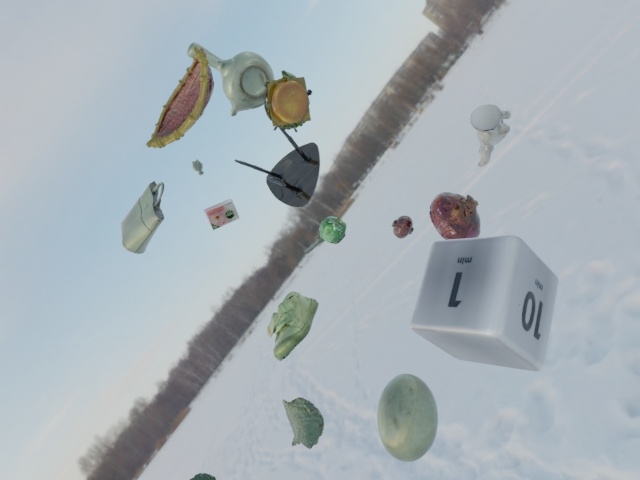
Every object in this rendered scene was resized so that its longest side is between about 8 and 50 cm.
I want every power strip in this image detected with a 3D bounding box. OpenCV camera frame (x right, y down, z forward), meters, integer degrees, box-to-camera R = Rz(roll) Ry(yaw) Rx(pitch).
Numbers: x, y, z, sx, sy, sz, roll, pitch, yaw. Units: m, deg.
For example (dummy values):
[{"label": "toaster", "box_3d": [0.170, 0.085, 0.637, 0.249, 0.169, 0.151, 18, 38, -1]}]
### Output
[{"label": "power strip", "box_3d": [-0.619, -0.369, 2.370, 0.055, 0.083, 0.035, -26, 6, -9]}]

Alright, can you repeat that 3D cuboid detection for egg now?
[{"label": "egg", "box_3d": [0.369, 0.749, 1.992, 0.258, 0.258, 0.352, 128, 156, -66]}]

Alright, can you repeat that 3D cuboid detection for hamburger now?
[{"label": "hamburger", "box_3d": [-0.113, -0.450, 1.517, 0.093, 0.164, 0.190, 26, 116, 55]}]

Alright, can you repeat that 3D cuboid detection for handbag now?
[{"label": "handbag", "box_3d": [-0.701, -0.110, 1.928, 0.315, 0.109, 0.241, -46, 46, 21]}]

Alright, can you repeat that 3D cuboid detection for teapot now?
[{"label": "teapot", "box_3d": [-0.315, -0.640, 1.754, 0.220, 0.318, 0.149, -44, 34, -13]}]

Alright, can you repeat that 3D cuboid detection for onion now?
[{"label": "onion", "box_3d": [0.544, -0.099, 1.819, 0.163, 0.230, 0.230, -35, 12, 43]}]

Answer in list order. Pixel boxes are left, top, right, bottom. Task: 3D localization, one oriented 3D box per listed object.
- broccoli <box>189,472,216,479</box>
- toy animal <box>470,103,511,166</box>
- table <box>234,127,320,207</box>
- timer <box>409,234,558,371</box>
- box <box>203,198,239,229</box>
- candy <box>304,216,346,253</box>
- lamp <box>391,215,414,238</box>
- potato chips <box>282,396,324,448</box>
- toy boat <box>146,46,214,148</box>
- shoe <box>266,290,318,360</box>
[{"label": "broccoli", "box_3d": [-0.322, 0.734, 1.258, 0.195, 0.195, 0.156, -52, -42, -42]}, {"label": "toy animal", "box_3d": [0.582, -0.352, 1.585, 0.130, 0.104, 0.221, -14, -30, 16]}, {"label": "table", "box_3d": [-0.176, -0.314, 2.033, 0.317, 0.317, 0.249, -52, -39, 9]}, {"label": "timer", "box_3d": [0.318, 0.121, 0.906, 0.194, 0.192, 0.195, -7, 56, 49]}, {"label": "box", "box_3d": [-0.412, -0.110, 1.958, 0.125, 0.089, 0.043, -27, 25, -13]}, {"label": "candy", "box_3d": [-0.001, -0.002, 1.690, 0.097, 0.097, 0.323, -52, 6, -29]}, {"label": "lamp", "box_3d": [0.342, -0.056, 1.950, 0.101, 0.090, 0.101, 25, -90, -86]}, {"label": "potato chips", "box_3d": [-0.078, 0.649, 1.681, 0.228, 0.059, 0.167, -16, 66, 47]}, {"label": "toy boat", "box_3d": [-0.369, -0.373, 1.268, 0.099, 0.141, 0.318, 3, -45, -49]}, {"label": "shoe", "box_3d": [-0.093, 0.258, 1.432, 0.140, 0.128, 0.262, -67, -6, 33]}]
